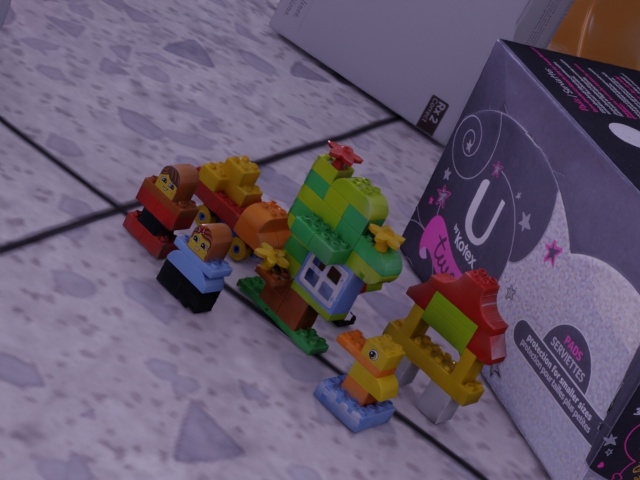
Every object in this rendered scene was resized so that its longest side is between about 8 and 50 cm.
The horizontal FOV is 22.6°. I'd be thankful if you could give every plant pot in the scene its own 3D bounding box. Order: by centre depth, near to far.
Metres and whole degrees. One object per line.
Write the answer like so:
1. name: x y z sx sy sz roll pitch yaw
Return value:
1. plant pot: 0.236 -0.201 1.408 0.188 0.205 0.205 22 19 27

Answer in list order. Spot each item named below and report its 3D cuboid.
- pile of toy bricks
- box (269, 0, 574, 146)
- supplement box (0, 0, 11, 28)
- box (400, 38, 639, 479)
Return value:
1. pile of toy bricks: 0.000 0.000 0.846 0.212 0.105 0.118 41 27 27
2. box: 0.090 -0.199 1.238 0.182 0.181 0.119 36 24 16
3. supplement box: -0.283 -0.234 0.999 0.220 0.111 0.114 41 27 26
4. box: 0.171 0.018 0.923 0.142 0.163 0.247 10 30 -28
